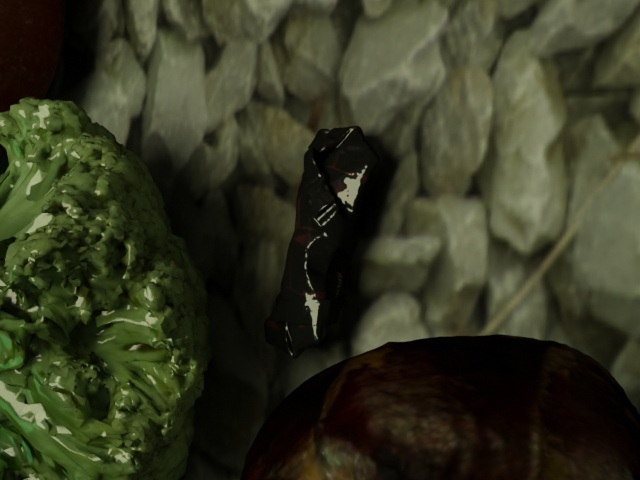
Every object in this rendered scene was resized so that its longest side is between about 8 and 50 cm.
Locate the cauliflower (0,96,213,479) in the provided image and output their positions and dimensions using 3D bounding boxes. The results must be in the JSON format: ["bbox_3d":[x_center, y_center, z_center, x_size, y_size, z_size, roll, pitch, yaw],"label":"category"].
[{"bbox_3d":[-0.192,0.055,0.967,0.272,0.250,0.275,49,124,45],"label":"cauliflower"}]

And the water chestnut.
[{"bbox_3d":[0.070,0.146,0.689,0.223,0.238,0.223,6,-90,-87],"label":"water chestnut"}]

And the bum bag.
[{"bbox_3d":[0.001,0.000,0.913,0.058,0.034,0.124,21,99,59],"label":"bum bag"}]

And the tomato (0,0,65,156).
[{"bbox_3d":[-0.303,-0.145,1.152,0.270,0.227,0.270,-15,70,45],"label":"tomato"}]
